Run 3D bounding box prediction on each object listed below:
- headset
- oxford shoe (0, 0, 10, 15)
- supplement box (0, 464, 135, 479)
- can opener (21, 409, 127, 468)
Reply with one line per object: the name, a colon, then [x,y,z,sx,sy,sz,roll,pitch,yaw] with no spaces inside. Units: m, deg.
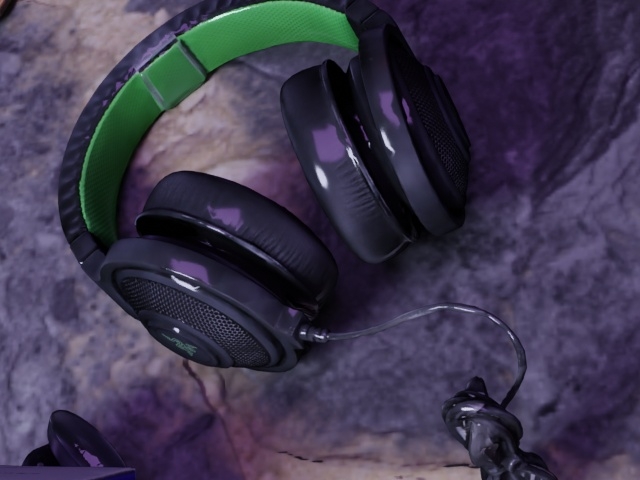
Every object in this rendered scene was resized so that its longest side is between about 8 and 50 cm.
headset: [0.000,0.000,0.859,0.243,0.185,0.394,-40,48,-2]
oxford shoe: [-0.263,-0.250,1.048,0.076,0.076,0.212,-3,67,10]
supplement box: [-0.168,0.234,0.746,0.111,0.114,0.220,-2,86,13]
can opener: [-0.110,0.184,0.821,0.059,0.073,0.186,-36,72,-13]
